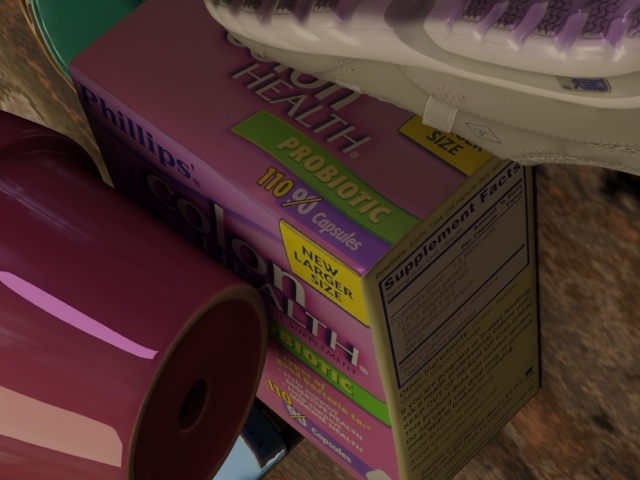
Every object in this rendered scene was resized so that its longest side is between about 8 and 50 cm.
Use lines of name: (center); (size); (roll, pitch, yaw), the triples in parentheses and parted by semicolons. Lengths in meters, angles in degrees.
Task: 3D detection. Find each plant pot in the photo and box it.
plant pot: (-0.134, 0.050, 0.779); (0.180, 0.201, 0.201); (21, 149, 22)

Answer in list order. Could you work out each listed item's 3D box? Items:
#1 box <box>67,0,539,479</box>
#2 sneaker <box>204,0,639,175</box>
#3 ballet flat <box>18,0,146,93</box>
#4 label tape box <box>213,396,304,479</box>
box: (0.000, 0.000, 0.830); (0.213, 0.117, 0.243); (36, 155, 30)
sneaker: (0.053, -0.075, 0.615); (0.281, 0.105, 0.115); (27, 158, 50)
ballet flat: (-0.157, -0.183, 0.912); (0.073, 0.080, 0.232); (-112, -2, -58)
label tape box: (-0.134, 0.087, 1.099); (0.249, 0.115, 0.347); (47, -178, 5)
